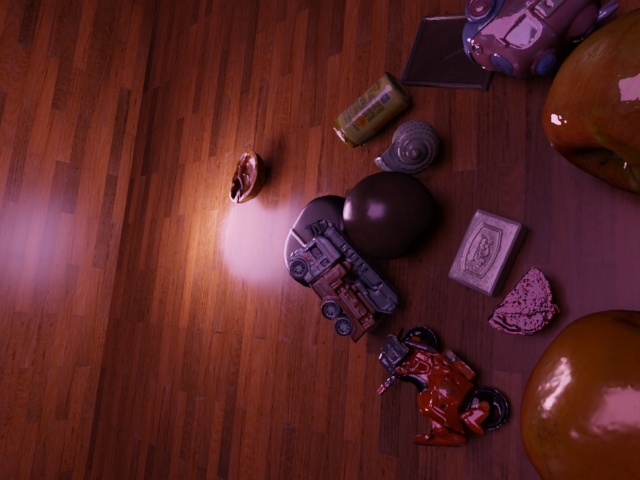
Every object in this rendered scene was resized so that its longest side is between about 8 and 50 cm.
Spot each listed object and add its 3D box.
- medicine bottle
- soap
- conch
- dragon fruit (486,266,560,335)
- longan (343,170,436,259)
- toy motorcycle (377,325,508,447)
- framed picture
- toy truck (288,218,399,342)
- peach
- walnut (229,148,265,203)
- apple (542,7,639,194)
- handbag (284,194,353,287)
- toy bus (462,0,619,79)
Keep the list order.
[{"bbox_3d":[0.148,-0.382,1.448,0.239,0.124,0.124,-38,57,32],"label":"medicine bottle"},{"bbox_3d":[0.398,0.029,1.151,0.122,0.064,0.183,27,99,41],"label":"soap"},{"bbox_3d":[0.247,-0.244,1.314,0.131,0.200,0.172,40,112,4],"label":"conch"},{"bbox_3d":[0.460,0.150,1.060,0.106,0.083,0.162,41,100,28],"label":"dragon fruit"},{"bbox_3d":[0.184,-0.066,1.277,0.248,0.248,0.248,-12,72,41],"label":"longan"},{"bbox_3d":[0.263,0.362,1.157,0.221,0.148,0.326,-45,52,-2],"label":"toy motorcycle"},{"bbox_3d":[0.369,-0.529,1.345,0.289,0.016,0.213,21,94,44],"label":"framed picture"},{"bbox_3d":[0.057,0.095,1.336,0.184,0.133,0.338,-41,81,18],"label":"toy truck"},{"bbox_3d":[0.516,0.293,0.806,0.372,0.290,0.372,-63,7,14],"label":"peach"},{"bbox_3d":[-0.259,-0.232,1.815,0.167,0.087,0.211,13,87,51],"label":"walnut"},{"bbox_3d":[0.595,-0.252,0.857,0.340,0.340,0.339,-12,72,41],"label":"apple"},{"bbox_3d":[-0.001,0.000,1.512,0.254,0.093,0.307,48,113,38],"label":"handbag"},{"bbox_3d":[0.493,-0.503,1.107,0.294,0.197,0.231,-45,65,19],"label":"toy bus"}]
